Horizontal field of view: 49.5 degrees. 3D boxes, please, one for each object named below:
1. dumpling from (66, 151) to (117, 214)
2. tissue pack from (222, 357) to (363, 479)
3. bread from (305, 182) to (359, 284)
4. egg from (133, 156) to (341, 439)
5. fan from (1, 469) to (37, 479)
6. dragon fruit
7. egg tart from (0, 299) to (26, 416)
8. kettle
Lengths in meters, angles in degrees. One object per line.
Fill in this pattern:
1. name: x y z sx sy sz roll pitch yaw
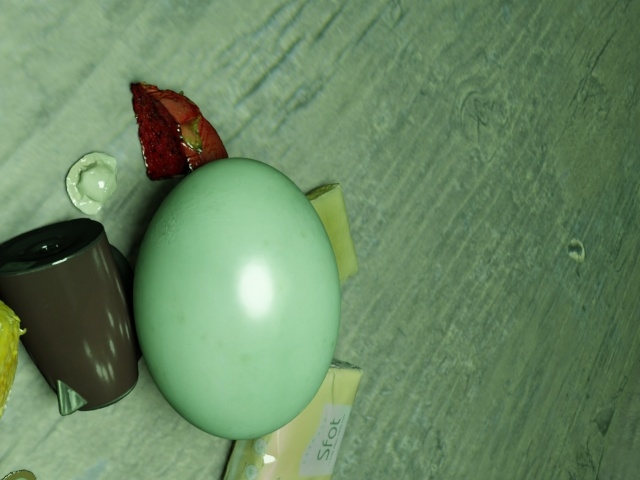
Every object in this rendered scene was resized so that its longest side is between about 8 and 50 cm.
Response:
1. dumpling: -0.311 -0.080 0.949 0.052 0.057 0.076 -60 170 -71
2. tissue pack: -0.050 0.319 1.187 0.215 0.123 0.256 20 88 -46
3. bread: -0.001 0.000 1.243 0.140 0.060 0.178 -28 114 -38
4. egg: -0.110 0.082 0.938 0.276 0.276 0.388 -14 113 -43
5. fan: -0.438 0.415 0.892 0.227 0.008 0.152 -39 121 -36
6. dragon fruit: -0.191 -0.161 1.001 0.127 0.121 0.160 -26 107 -46
7. egg tart: -0.387 0.156 0.694 0.132 0.341 0.341 14 83 -17
8. kettle: -0.312 0.095 0.915 0.202 0.144 0.232 -65 148 -60
